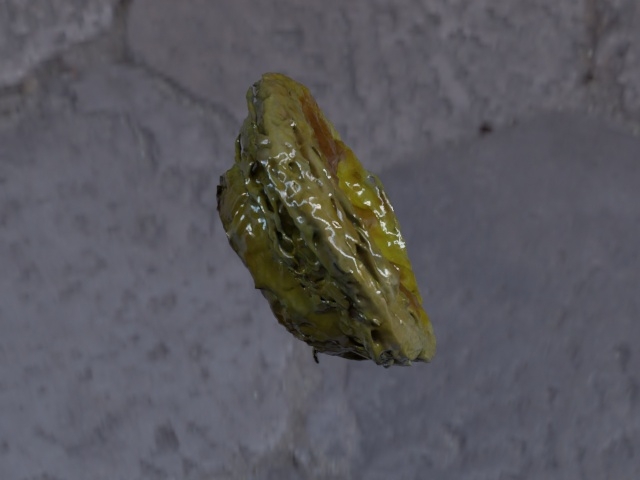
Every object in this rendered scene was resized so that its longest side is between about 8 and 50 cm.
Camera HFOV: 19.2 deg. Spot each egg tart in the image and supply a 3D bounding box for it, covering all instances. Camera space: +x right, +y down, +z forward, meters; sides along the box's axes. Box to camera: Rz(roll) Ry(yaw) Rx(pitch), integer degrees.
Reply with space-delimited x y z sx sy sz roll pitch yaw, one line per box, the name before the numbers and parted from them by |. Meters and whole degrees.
egg tart | 0.000 0.000 0.701 0.052 0.130 0.130 -29 64 8
